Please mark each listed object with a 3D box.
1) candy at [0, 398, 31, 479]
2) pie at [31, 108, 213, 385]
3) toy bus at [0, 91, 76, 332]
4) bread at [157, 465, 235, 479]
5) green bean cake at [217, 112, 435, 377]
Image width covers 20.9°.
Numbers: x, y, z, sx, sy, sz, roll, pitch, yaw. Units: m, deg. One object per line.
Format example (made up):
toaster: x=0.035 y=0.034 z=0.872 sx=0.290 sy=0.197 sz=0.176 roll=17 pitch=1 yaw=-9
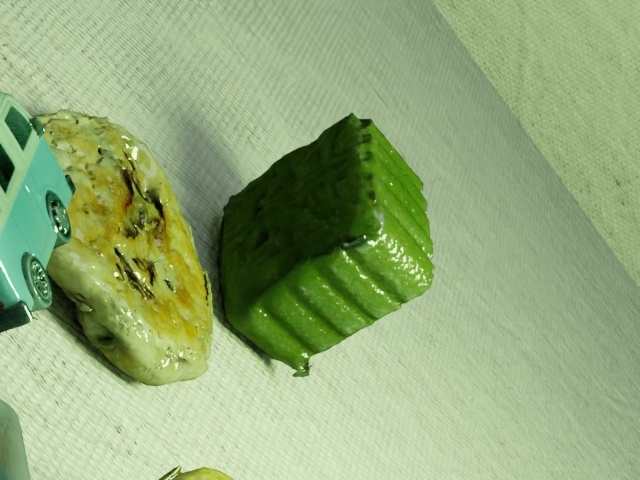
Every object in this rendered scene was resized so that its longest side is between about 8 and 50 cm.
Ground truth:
candy: x=-0.288 y=0.197 z=1.435 sx=0.138 sy=0.071 sz=0.174 roll=31 pitch=33 yaw=-50
pie: x=-0.216 y=0.005 z=1.862 sx=0.339 sy=0.077 sz=0.339 roll=47 pitch=23 yaw=-27
toy bus: x=-0.316 y=-0.030 z=1.545 sx=0.271 sy=0.133 sz=0.164 roll=-88 pitch=158 yaw=-64
bread: x=-0.115 y=0.307 z=1.549 sx=0.170 sy=0.197 sz=0.197 roll=48 pitch=19 yaw=8
green bean cake: x=0.000 y=0.000 z=2.111 sx=0.156 sy=0.250 sz=0.247 roll=46 pitch=25 yaw=-32
